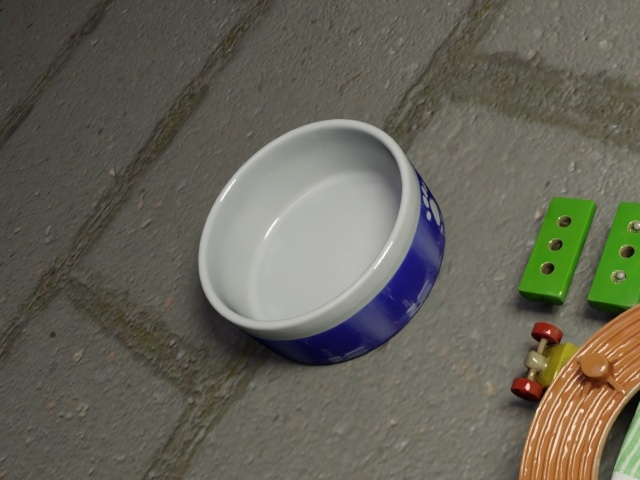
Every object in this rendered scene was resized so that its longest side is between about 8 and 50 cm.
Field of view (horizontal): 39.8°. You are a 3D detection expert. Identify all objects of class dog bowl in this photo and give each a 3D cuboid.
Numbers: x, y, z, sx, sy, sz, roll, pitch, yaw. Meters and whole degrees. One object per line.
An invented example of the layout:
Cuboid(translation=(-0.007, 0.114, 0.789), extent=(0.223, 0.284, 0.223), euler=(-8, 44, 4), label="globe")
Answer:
Cuboid(translation=(0.000, 0.000, 0.983), extent=(0.265, 0.104, 0.265), euler=(-18, 52, 24), label="dog bowl")

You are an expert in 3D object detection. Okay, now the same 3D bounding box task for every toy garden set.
Cuboid(translation=(0.295, 0.067, 0.773), extent=(0.244, 0.049, 0.204), euler=(8, 63, 37), label="toy garden set")

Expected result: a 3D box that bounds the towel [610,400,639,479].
Cuboid(translation=(0.363, 0.106, 0.626), extent=(0.248, 0.038, 0.325), euler=(16, 69, 42), label="towel")

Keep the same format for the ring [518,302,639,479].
Cuboid(translation=(0.291, 0.161, 0.589), extent=(0.337, 0.032, 0.336), euler=(-19, 50, 24), label="ring")
